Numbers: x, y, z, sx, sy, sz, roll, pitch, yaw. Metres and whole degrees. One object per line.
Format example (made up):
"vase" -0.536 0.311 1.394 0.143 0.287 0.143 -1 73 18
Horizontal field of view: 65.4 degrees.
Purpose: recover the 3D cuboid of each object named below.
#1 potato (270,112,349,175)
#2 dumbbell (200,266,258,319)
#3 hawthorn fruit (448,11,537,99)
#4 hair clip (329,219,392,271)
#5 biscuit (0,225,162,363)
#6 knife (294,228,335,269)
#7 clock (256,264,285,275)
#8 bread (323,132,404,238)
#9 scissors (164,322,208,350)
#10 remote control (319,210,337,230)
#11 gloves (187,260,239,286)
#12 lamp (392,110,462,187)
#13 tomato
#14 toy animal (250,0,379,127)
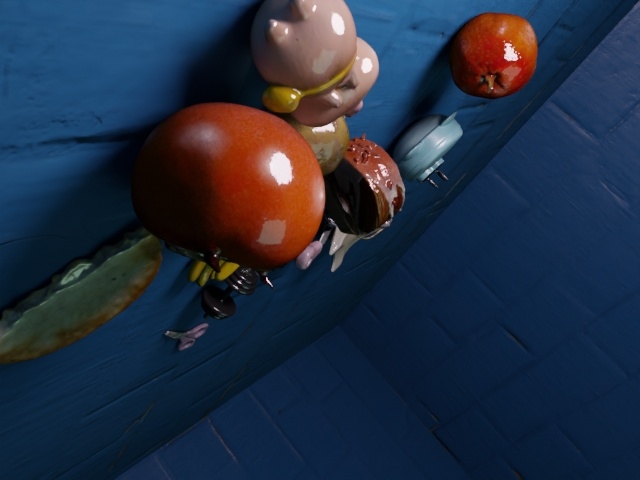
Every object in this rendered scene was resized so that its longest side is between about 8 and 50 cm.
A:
"potato" -0.024 -0.172 0.860 0.176 0.137 0.137 -29 160 -34
"dumbbell" -0.223 0.121 1.219 0.208 0.099 0.099 -47 164 18
"hawthorn fruit" 0.374 -0.385 1.090 0.196 0.196 0.225 -59 -173 47
"hair clip" 0.112 -0.043 1.613 0.282 0.113 0.172 -36 160 -10
"biscuit" -0.394 0.099 0.834 0.309 0.040 0.204 -38 164 -15
"knife" 0.001 -0.002 1.516 0.336 0.043 0.081 -45 159 -62
"clock" -0.101 0.024 1.331 0.198 0.064 0.172 -48 163 24
"bread" 0.076 -0.113 1.080 0.142 0.224 0.212 -34 -174 -26
"scissors" -0.379 0.265 1.379 0.110 0.021 0.212 -43 166 -4
"remote control" 0.076 -0.108 1.402 0.090 0.066 0.266 -23 156 -42
"gloves" -0.167 0.004 1.060 0.294 0.116 0.133 -42 159 24
"lamp" 0.295 -0.250 1.400 0.209 0.147 0.284 -40 157 -2
"tomato" -0.118 -0.065 0.671 0.256 0.255 0.225 7 98 -71
"toy animal" -0.011 -0.241 0.667 0.165 0.149 0.248 -31 174 8
